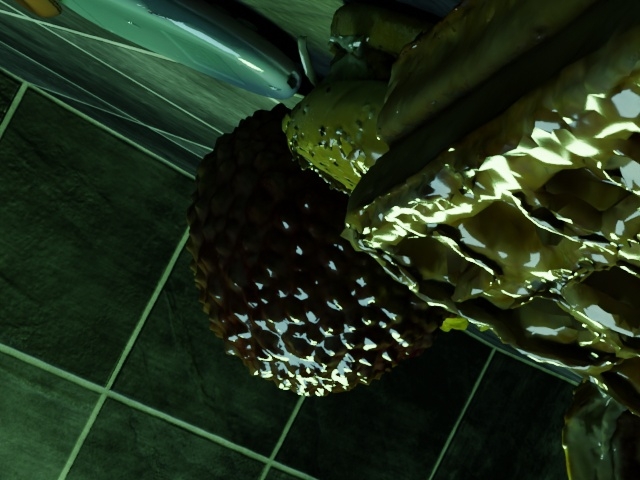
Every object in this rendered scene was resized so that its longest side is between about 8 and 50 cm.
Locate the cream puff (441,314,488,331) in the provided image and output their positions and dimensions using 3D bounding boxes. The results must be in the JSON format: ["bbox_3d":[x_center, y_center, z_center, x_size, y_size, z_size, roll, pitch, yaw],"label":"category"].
[{"bbox_3d":[0.185,0.069,1.962,0.146,0.116,0.146,26,173,3],"label":"cream puff"}]

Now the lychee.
[{"bbox_3d":[0.000,0.000,1.319,0.267,0.267,0.267,27,177,2],"label":"lychee"}]

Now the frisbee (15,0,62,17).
[{"bbox_3d":[-0.315,-0.262,1.234,0.251,0.021,0.251,39,177,2],"label":"frisbee"}]

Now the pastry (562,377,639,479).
[{"bbox_3d":[0.344,0.193,1.392,0.256,0.236,0.170,62,-174,-12],"label":"pastry"}]

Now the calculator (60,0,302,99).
[{"bbox_3d":[-0.147,-0.189,1.218,0.299,0.041,0.185,27,177,16],"label":"calculator"}]

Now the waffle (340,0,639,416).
[{"bbox_3d":[0.153,-0.019,0.422,0.213,0.091,0.308,29,160,-14],"label":"waffle"}]

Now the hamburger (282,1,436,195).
[{"bbox_3d":[0.056,-0.067,0.934,0.185,0.113,0.177,28,178,-22],"label":"hamburger"}]
